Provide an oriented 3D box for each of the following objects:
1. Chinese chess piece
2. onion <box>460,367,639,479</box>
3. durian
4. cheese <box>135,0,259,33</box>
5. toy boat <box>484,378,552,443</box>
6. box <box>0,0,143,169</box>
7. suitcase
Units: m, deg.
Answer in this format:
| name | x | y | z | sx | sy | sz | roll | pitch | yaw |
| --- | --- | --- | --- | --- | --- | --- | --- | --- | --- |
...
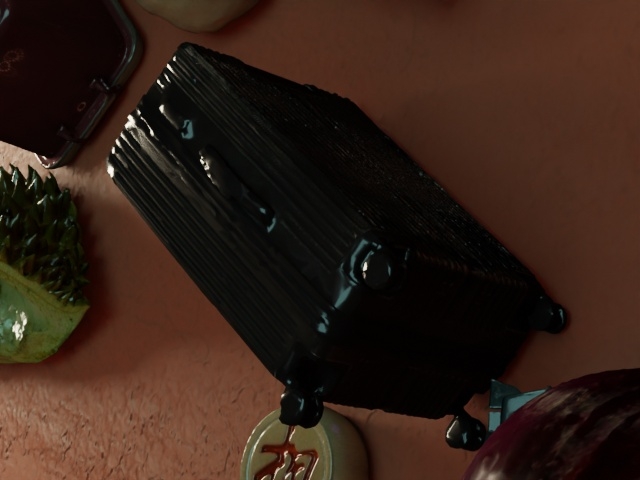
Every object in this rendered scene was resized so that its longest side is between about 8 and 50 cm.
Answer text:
| name | x | y | z | sx | sy | sz | roll | pitch | yaw |
| --- | --- | --- | --- | --- | --- | --- | --- | --- | --- |
| Chinese chess piece | -0.015 | 0.199 | 1.368 | 0.122 | 0.051 | 0.122 | -13 | 70 | 41 |
| onion | 0.261 | 0.197 | 0.967 | 0.385 | 0.347 | 0.348 | -39 | 44 | -18 |
| durian | -0.368 | 0.030 | 1.739 | 0.394 | 0.163 | 0.198 | -14 | 108 | 45 |
| cheese | -0.140 | -0.345 | 1.577 | 0.174 | 0.251 | 0.248 | -33 | 21 | 48 |
| toy boat | 0.168 | 0.223 | 1.162 | 0.103 | 0.093 | 0.246 | -1 | 77 | 21 |
| box | -0.344 | -0.234 | 1.717 | 0.193 | 0.167 | 0.294 | -53 | 49 | 22 |
| suitcase | 0.000 | 0.000 | 1.282 | 0.335 | 0.230 | 0.152 | 47 | 111 | 40 |
